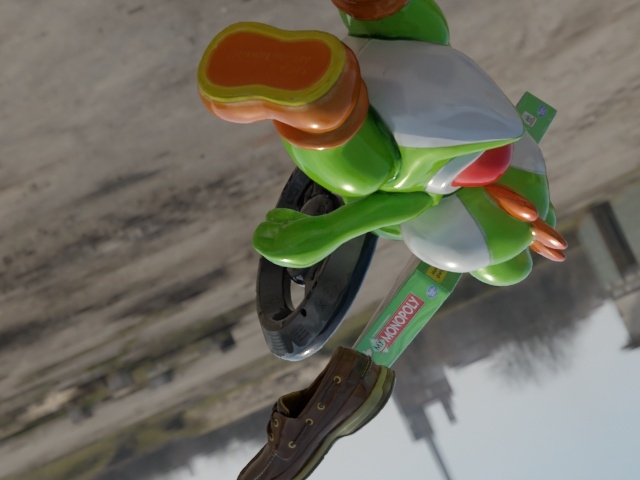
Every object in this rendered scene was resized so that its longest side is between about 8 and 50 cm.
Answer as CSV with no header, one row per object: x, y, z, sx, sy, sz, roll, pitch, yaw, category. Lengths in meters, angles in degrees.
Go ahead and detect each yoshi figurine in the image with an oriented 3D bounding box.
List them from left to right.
0.041,-0.077,0.964,0.203,0.203,0.362,-27,144,15,yoshi figurine

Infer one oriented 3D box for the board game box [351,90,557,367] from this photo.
0.144,-0.002,1.531,0.317,0.046,0.213,-54,177,-41,board game box

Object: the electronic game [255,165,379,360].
0.000,0.000,1.277,0.048,0.229,0.229,20,156,-21,electronic game

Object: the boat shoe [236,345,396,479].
-0.015,0.151,1.148,0.178,0.060,0.064,-45,-165,24,boat shoe
